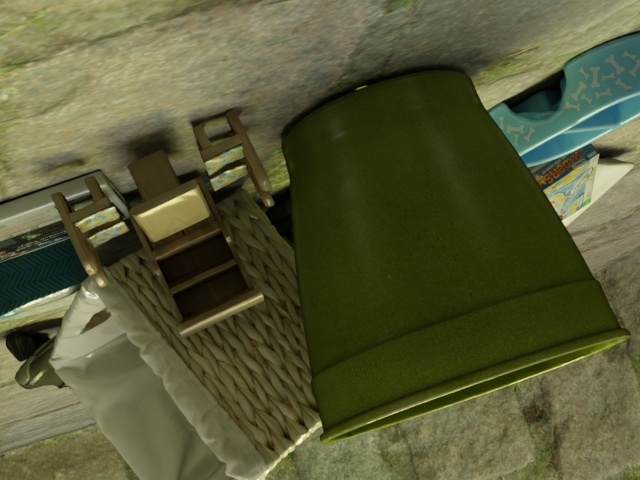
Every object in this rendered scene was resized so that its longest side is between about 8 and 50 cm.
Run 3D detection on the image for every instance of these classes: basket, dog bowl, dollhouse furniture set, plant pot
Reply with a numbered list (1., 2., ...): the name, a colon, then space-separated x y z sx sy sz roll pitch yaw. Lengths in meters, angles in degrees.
1. basket: -0.142 0.166 1.745 0.266 0.331 0.328 -34 171 -29
2. dog bowl: 0.341 -0.177 1.737 0.166 0.074 0.297 -10 167 -41
3. dollhouse furniture set: -0.149 -0.001 1.468 0.212 0.161 0.242 -25 170 -4
4. plant pot: 0.117 0.008 1.524 0.366 0.353 0.366 -19 170 -4

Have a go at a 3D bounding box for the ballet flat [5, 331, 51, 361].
1. ballet flat: -0.482 0.185 2.207 0.057 0.049 0.173 -19 169 5

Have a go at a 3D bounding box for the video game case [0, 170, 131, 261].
1. video game case: -0.321 -0.022 1.516 0.190 0.022 0.173 -19 169 -1

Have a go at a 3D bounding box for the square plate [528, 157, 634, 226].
1. square plate: 0.354 -0.042 2.313 0.344 0.049 0.347 -42 159 25

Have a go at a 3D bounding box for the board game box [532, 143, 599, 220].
1. board game box: 0.378 -0.076 2.140 0.136 0.035 0.201 -33 159 -5

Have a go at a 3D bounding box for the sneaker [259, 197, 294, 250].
1. sneaker: 0.000 0.000 1.822 0.269 0.153 0.101 -26 168 33

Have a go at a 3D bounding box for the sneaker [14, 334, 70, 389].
1. sneaker: -0.386 0.200 2.186 0.101 0.106 0.267 -44 167 33

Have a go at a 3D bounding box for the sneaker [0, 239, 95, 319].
1. sneaker: -0.389 0.060 1.642 0.229 0.087 0.092 -14 170 -15
